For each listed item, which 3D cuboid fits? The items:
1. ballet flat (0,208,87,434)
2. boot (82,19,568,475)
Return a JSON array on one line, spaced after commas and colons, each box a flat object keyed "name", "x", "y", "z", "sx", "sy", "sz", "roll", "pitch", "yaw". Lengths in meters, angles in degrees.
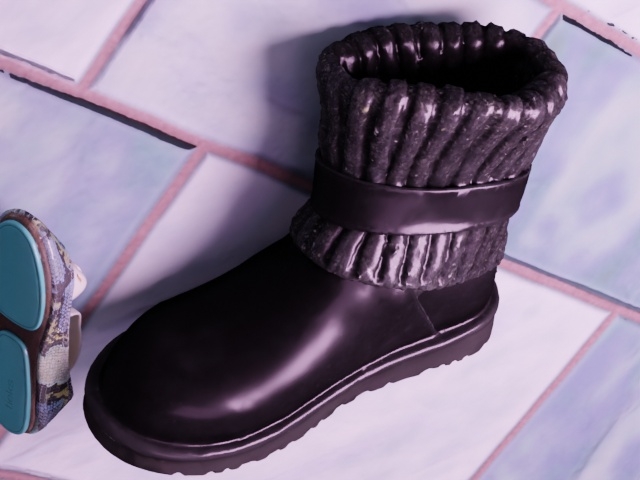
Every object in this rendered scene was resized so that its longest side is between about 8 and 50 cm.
[{"name": "ballet flat", "x": -0.189, "y": 0.047, "z": 1.125, "sx": 0.070, "sy": 0.070, "sz": 0.188, "roll": -9, "pitch": 133, "yaw": -25}, {"name": "boot", "x": -0.001, "y": -0.003, "z": 1.130, "sx": 0.348, "sy": 0.131, "sz": 0.260, "roll": -23, "pitch": 144, "yaw": -28}]
